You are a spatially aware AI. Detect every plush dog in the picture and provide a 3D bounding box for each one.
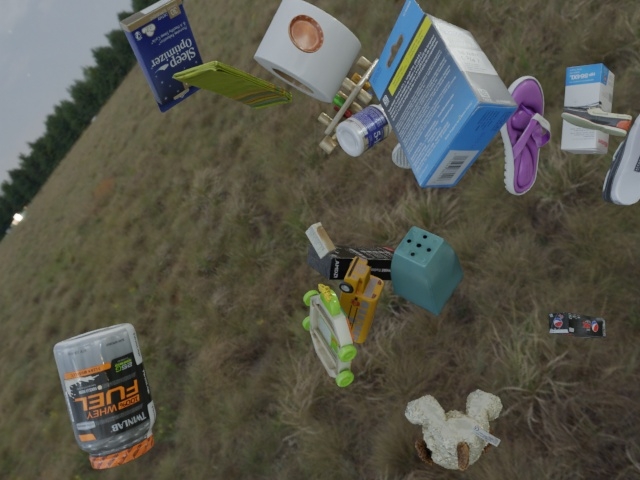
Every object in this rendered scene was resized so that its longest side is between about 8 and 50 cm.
[{"bbox_3d":[0.376,0.550,1.371,0.262,0.226,0.211,-9,46,6],"label":"plush dog"}]

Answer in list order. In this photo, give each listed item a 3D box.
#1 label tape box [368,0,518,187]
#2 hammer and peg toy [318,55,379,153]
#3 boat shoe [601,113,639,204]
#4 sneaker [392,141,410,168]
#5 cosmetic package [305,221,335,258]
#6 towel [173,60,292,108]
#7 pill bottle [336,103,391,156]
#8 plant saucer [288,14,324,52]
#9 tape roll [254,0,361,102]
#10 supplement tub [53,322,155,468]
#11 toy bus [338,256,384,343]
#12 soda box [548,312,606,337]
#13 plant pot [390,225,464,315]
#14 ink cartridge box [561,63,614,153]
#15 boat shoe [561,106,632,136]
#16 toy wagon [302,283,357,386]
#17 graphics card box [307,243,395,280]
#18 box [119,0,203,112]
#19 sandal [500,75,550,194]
[{"bbox_3d":[0.245,-0.319,1.076,0.241,0.105,0.334,119,140,-51],"label":"label tape box"},{"bbox_3d":[0.098,-0.525,1.955,0.361,0.127,0.266,-48,9,49],"label":"hammer and peg toy"},{"bbox_3d":[0.877,-0.243,1.398,0.102,0.108,0.302,-124,52,-82],"label":"boat shoe"},{"bbox_3d":[0.384,-0.360,1.669,0.321,0.126,0.128,-28,33,30],"label":"sneaker"},{"bbox_3d":[0.000,0.000,1.780,0.041,0.115,0.060,-21,-14,-39],"label":"cosmetic package"},{"bbox_3d":[-0.157,-0.287,0.951,0.102,0.237,0.021,-6,88,29],"label":"towel"},{"bbox_3d":[0.150,-0.345,1.517,0.186,0.112,0.112,-36,20,-23],"label":"pill bottle"},{"bbox_3d":[-0.032,-0.444,1.078,0.013,0.083,0.084,-15,45,62],"label":"plant saucer"},{"bbox_3d":[-0.034,-0.503,1.346,0.169,0.246,0.246,-62,26,7],"label":"tape roll"},{"bbox_3d":[-0.319,0.230,0.754,0.116,0.191,0.117,-15,0,0],"label":"supplement tub"},{"bbox_3d":[0.127,0.207,1.695,0.333,0.130,0.108,98,-162,-48],"label":"toy bus"},{"bbox_3d":[0.680,0.226,1.326,0.060,0.168,0.054,-20,63,57],"label":"soda box"},{"bbox_3d":[0.310,0.077,1.504,0.165,0.234,0.166,27,70,33],"label":"plant pot"},{"bbox_3d":[0.676,-0.325,1.266,0.085,0.148,0.203,7,97,39],"label":"ink cartridge box"},{"bbox_3d":[0.594,-0.264,1.079,0.043,0.136,0.049,-70,-18,3],"label":"boat shoe"},{"bbox_3d":[0.030,0.269,1.536,0.267,0.068,0.345,53,150,44],"label":"toy wagon"},{"bbox_3d":[0.157,0.086,1.989,0.232,0.370,0.094,-150,66,-63],"label":"graphics card box"},{"bbox_3d":[-0.332,-0.402,1.108,0.036,0.225,0.136,33,63,30],"label":"box"},{"bbox_3d":[0.646,-0.310,1.535,0.169,0.416,0.102,-36,44,-14],"label":"sandal"}]
